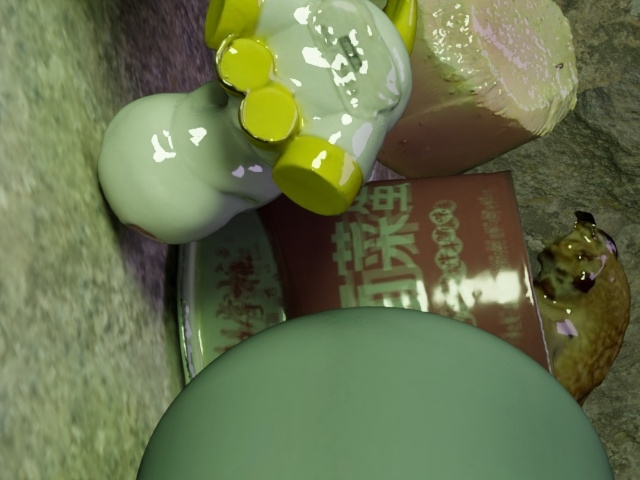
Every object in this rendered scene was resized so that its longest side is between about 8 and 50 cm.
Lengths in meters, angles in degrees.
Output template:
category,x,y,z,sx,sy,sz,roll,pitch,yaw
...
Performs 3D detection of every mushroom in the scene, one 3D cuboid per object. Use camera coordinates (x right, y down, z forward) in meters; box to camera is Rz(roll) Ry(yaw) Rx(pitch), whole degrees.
category,x,y,z,sx,sy,sz,roll,pitch,yaw
mushroom,0.173,0.153,0.970,0.345,0.260,0.345,-11,90,-83

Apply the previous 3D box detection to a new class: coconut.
category,x,y,z,sx,sy,sz,roll,pitch,yaw
coconut,0.119,-0.182,1.096,0.233,0.245,0.233,12,70,-37

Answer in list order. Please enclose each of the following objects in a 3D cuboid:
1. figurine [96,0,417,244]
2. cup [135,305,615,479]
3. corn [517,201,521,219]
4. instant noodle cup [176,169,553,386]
category,x,y,z,sx,sy,sz,roll,pitch,yaw
figurine,-0.029,-0.047,0.481,0.130,0.178,0.109,-32,86,-47
cup,0.020,0.178,0.353,0.312,0.206,0.205,-86,162,-53
corn,0.157,0.015,1.231,0.347,0.130,0.130,98,-14,-71
instant noodle cup,0.038,0.062,0.608,0.235,0.179,0.234,-12,90,-80
